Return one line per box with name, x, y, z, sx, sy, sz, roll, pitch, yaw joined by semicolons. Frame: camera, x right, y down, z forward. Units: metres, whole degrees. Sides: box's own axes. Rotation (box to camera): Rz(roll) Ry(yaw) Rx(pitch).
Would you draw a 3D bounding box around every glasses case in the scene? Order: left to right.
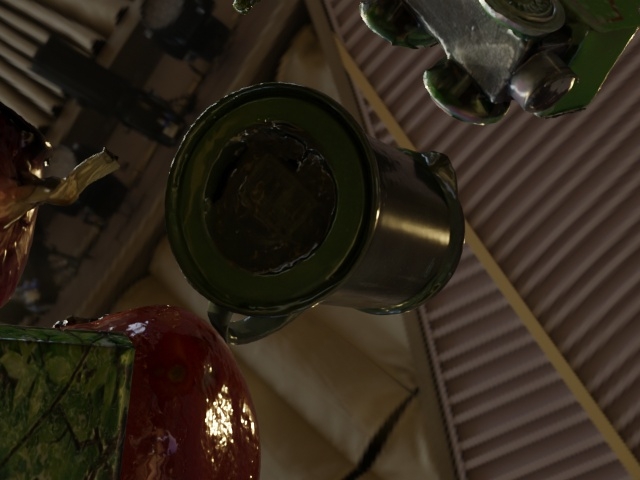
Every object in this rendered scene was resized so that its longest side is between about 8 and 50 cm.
glasses case;-0.251;0.092;0.661;0.272;0.062;0.095;6;-85;-16

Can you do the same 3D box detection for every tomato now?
tomato;-0.213;0.223;1.134;0.293;0.325;0.290;-19;-105;7

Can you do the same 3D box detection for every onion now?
onion;-0.397;-0.027;1.084;0.272;0.256;0.230;-2;-116;51

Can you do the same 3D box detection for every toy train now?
toy train;0.207;-0.267;1.290;0.307;0.248;0.173;54;-39;27

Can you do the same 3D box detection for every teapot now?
teapot;0.000;0.000;1.113;0.200;0.337;0.270;45;-77;20

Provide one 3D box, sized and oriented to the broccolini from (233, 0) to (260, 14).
broccolini;-0.017;-0.256;0.863;0.054;0.052;0.194;14;-95;32
